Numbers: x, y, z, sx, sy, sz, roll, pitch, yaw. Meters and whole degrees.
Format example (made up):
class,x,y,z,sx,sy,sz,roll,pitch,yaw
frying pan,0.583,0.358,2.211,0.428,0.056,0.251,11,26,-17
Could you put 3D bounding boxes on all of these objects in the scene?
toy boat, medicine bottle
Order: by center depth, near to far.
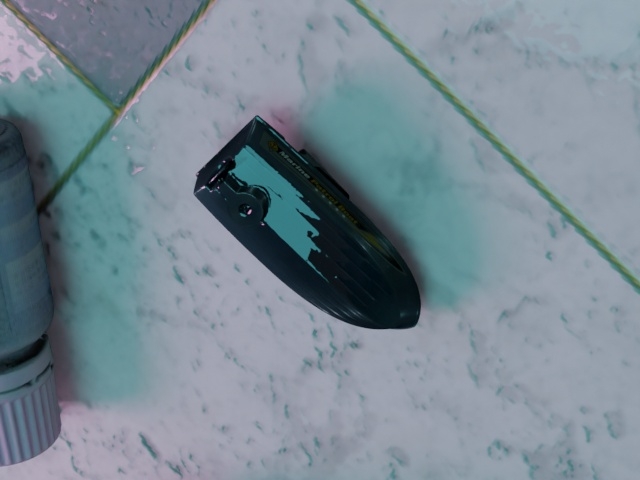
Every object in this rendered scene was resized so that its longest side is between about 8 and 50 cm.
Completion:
class,x,y,z,sx,sy,sz,roll,pitch,yaw
toy boat,0.000,0.000,0.639,0.141,0.060,0.055,43,122,-10
medicine bottle,-0.200,0.034,0.715,0.083,0.083,0.203,4,113,20
